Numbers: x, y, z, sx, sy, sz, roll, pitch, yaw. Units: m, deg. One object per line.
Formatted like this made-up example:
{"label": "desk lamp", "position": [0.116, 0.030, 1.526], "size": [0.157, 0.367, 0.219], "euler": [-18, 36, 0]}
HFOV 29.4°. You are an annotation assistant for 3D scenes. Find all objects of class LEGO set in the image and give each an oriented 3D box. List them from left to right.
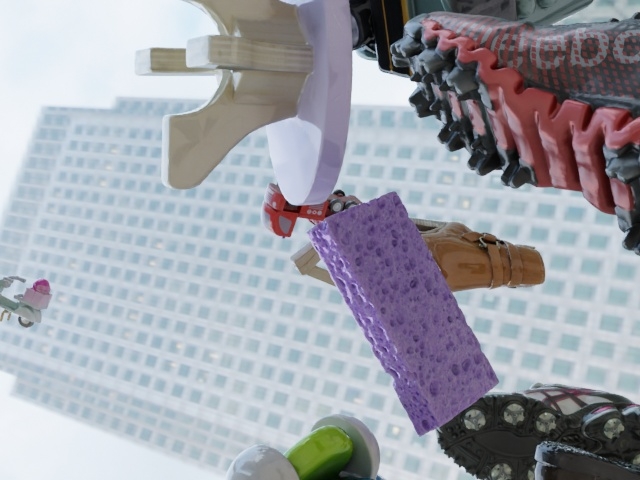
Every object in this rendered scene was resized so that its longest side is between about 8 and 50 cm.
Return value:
{"label": "LEGO set", "position": [-0.381, 0.039, 1.274], "size": [0.287, 0.132, 0.107], "euler": [-8, -68, -84]}

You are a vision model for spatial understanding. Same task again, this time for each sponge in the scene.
{"label": "sponge", "position": [0.079, 0.062, 1.113], "size": [0.117, 0.031, 0.210], "euler": [-25, -95, -50]}

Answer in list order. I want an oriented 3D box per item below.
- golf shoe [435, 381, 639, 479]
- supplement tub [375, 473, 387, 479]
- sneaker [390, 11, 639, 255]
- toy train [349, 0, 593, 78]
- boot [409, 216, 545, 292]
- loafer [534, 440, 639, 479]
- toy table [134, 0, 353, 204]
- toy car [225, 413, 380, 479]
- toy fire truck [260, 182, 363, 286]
{"label": "golf shoe", "position": [0.244, 0.211, 1.371], "size": [0.273, 0.120, 0.105], "euler": [7, -77, -19]}
{"label": "supplement tub", "position": [0.092, 0.425, 1.725], "size": [0.199, 0.144, 0.144], "euler": [37, -112, -12]}
{"label": "sneaker", "position": [0.168, -0.089, 0.755], "size": [0.135, 0.276, 0.097], "euler": [-43, -41, -17]}
{"label": "toy train", "position": [0.169, -0.266, 1.291], "size": [0.334, 0.190, 0.142], "euler": [-28, -56, -33]}
{"label": "boot", "position": [0.224, 0.051, 1.816], "size": [0.220, 0.283, 0.109], "euler": [12, -74, -3]}
{"label": "loafer", "position": [0.292, 0.256, 1.187], "size": [0.220, 0.080, 0.078], "euler": [19, -93, -20]}
{"label": "toy table", "position": [-0.074, -0.173, 1.195], "size": [0.161, 0.252, 0.274], "euler": [-1, -96, -23]}
{"label": "toy car", "position": [-0.008, 0.248, 1.057], "size": [0.159, 0.136, 0.182], "euler": [-11, -45, -50]}
{"label": "toy fire truck", "position": [0.000, 0.000, 1.612], "size": [0.192, 0.047, 0.135], "euler": [7, -69, -31]}
